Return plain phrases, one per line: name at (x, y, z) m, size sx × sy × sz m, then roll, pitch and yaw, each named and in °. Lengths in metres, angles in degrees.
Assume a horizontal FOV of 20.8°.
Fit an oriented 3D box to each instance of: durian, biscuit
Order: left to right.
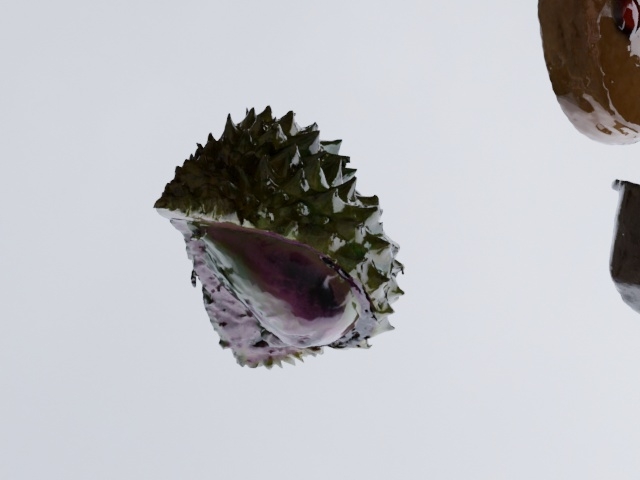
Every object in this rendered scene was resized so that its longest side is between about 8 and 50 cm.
durian at (0.002, 0.002, 0.914) m, size 0.108 × 0.187 × 0.119 m, roll 19°, pitch -117°, yaw 25°
biscuit at (0.133, -0.151, 0.671) m, size 0.036 × 0.165 × 0.250 m, roll -7°, pitch -122°, yaw 40°

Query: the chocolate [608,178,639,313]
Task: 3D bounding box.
chocolate at (0.300, 0.027, 1.224) m, size 0.214 × 0.148 × 0.093 m, roll 16°, pitch -93°, yaw 17°
